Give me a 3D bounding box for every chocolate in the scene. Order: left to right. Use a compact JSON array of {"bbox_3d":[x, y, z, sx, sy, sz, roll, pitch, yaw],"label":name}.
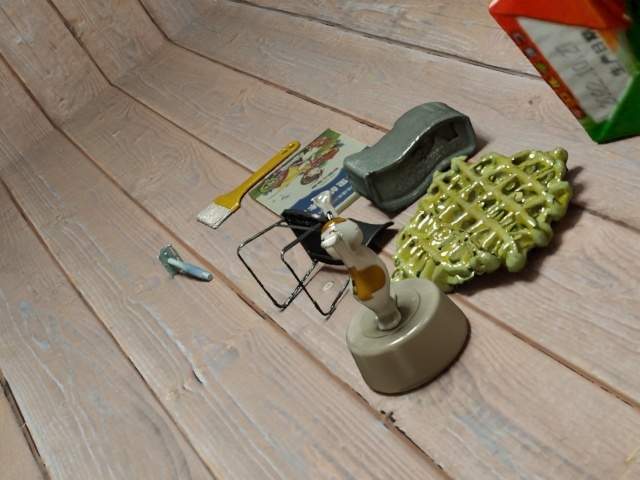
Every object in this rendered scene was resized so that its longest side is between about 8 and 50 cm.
[{"bbox_3d":[0.434,-0.375,1.892,0.161,0.341,0.360,-29,27,35],"label":"chocolate"}]

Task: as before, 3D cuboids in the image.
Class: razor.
[{"bbox_3d":[-0.255,0.054,2.305,0.135,0.068,0.040,18,60,44],"label":"razor"}]

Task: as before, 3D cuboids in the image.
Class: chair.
[{"bbox_3d":[0.000,0.000,1.986,0.221,0.145,0.140,-47,29,-24],"label":"chair"}]

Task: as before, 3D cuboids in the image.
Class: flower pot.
[{"bbox_3d":[0.162,-0.150,2.088,0.229,0.103,0.108,-36,27,-5],"label":"flower pot"}]

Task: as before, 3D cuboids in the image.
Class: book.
[{"bbox_3d":[-0.001,-0.122,2.325,0.228,0.018,0.322,-40,27,-9],"label":"book"}]

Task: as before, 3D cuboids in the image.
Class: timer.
[{"bbox_3d":[0.072,0.064,1.659,0.175,0.266,0.175,-27,28,16],"label":"timer"}]

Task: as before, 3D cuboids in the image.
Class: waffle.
[{"bbox_3d":[0.243,-0.038,1.843,0.317,0.073,0.297,-10,37,41],"label":"waffle"}]

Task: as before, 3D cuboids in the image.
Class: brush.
[{"bbox_3d":[-0.145,-0.124,2.502,0.272,0.013,0.103,-42,28,-14],"label":"brush"}]
